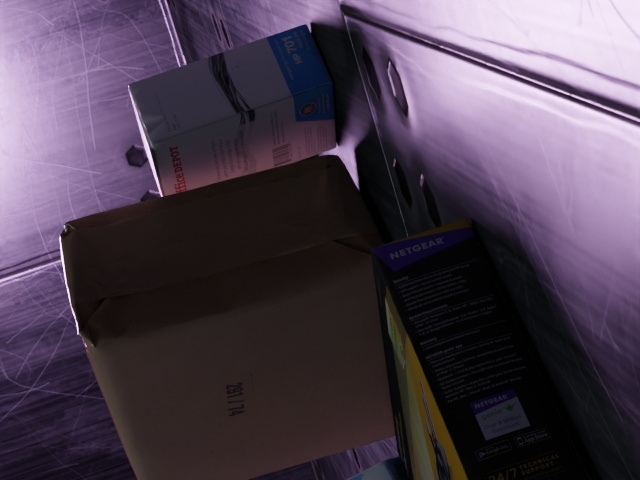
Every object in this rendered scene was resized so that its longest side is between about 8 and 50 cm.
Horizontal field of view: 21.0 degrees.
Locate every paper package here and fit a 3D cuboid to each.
[{"bbox_3d":[-0.080,0.095,1.781,0.325,0.309,0.168,81,173,-52],"label":"paper package"}]

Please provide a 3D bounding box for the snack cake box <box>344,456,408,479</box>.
[{"bbox_3d":[0.102,0.322,1.512,0.264,0.089,0.152,63,-164,11],"label":"snack cake box"}]

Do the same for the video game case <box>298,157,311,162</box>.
[{"bbox_3d":[0.000,0.000,2.115,0.196,0.026,0.274,133,117,-83],"label":"video game case"}]

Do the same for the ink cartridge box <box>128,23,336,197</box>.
[{"bbox_3d":[-0.086,-0.124,1.738,0.139,0.191,0.082,86,164,-64],"label":"ink cartridge box"}]

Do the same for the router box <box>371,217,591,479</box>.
[{"bbox_3d":[0.123,0.172,1.305,0.309,0.081,0.243,80,170,-53],"label":"router box"}]
